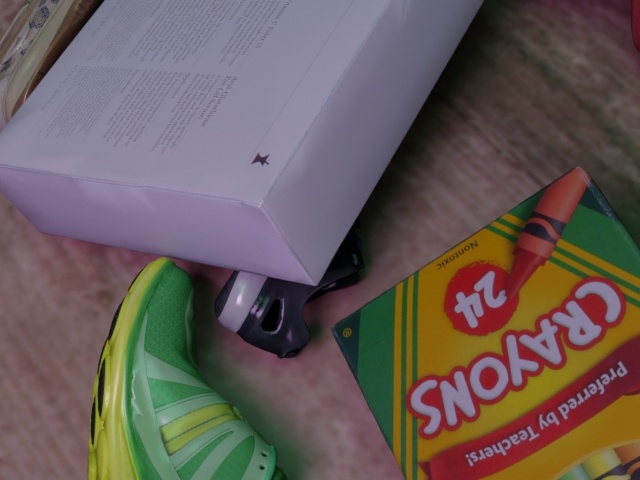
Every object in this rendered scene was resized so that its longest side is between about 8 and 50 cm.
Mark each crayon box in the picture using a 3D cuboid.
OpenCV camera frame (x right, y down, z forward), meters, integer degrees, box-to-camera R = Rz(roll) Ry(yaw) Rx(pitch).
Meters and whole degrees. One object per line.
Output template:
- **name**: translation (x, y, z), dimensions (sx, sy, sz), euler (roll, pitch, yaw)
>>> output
- **crayon box**: translation (0.162, 0.135, 0.728), dimensions (0.202, 0.081, 0.318), euler (-34, 58, 10)

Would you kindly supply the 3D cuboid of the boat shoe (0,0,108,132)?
- **boat shoe**: translation (-0.203, -0.209, 1.015), dimensions (0.089, 0.104, 0.285), euler (16, 63, 28)

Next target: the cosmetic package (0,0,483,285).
- **cosmetic package**: translation (-0.044, -0.156, 0.917), dimensions (0.284, 0.097, 0.377), euler (9, 56, 39)

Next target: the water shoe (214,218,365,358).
- **water shoe**: translation (0.000, 0.000, 0.891), dimensions (0.080, 0.073, 0.203), euler (36, 66, -3)

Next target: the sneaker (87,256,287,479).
- **sneaker**: translation (-0.089, 0.147, 0.790), dimensions (0.123, 0.109, 0.295), euler (4, 53, -18)

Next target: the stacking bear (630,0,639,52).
- **stacking bear**: translation (0.200, -0.302, 1.004), dimensions (0.289, 0.164, 0.175), euler (29, 65, 28)
